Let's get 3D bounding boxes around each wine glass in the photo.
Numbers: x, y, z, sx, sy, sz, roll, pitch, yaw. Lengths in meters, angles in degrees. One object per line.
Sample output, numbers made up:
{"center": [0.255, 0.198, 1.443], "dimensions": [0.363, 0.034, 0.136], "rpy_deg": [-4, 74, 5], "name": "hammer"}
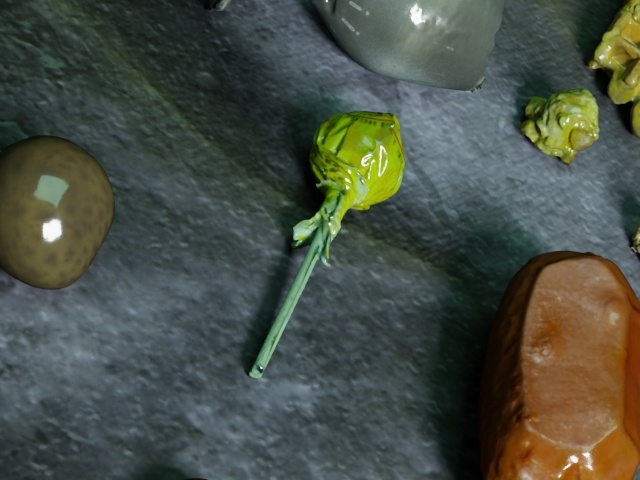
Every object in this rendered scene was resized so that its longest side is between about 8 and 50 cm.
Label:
{"center": [0.034, -0.212, 1.338], "dimensions": [0.241, 0.126, 0.126], "rpy_deg": [17, 52, -16], "name": "wine glass"}

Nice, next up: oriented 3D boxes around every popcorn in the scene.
{"center": [0.218, -0.107, 1.411], "dimensions": [0.059, 0.068, 0.083], "rpy_deg": [36, 5, -33], "name": "popcorn"}

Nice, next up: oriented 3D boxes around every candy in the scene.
{"center": [-0.002, 0.000, 1.217], "dimensions": [0.077, 0.073, 0.262], "rpy_deg": [20, 56, 8], "name": "candy"}

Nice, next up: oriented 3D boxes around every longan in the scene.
{"center": [-0.190, -0.018, 1.100], "dimensions": [0.113, 0.092, 0.113], "rpy_deg": [-11, 90, -71], "name": "longan"}

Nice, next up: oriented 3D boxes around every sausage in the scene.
{"center": [0.180, 0.118, 1.183], "dimensions": [0.133, 0.133, 0.258], "rpy_deg": [23, 49, -13], "name": "sausage"}

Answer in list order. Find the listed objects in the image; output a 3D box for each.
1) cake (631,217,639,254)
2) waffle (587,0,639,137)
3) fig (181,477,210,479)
{"center": [0.360, 0.046, 1.369], "dimensions": [0.116, 0.079, 0.185], "rpy_deg": [-8, 58, -30], "name": "cake"}
{"center": [0.343, -0.168, 1.523], "dimensions": [0.160, 0.055, 0.211], "rpy_deg": [39, 49, 0], "name": "waffle"}
{"center": [-0.099, 0.185, 1.040], "dimensions": [0.083, 0.050, 0.050], "rpy_deg": [-10, 62, -12], "name": "fig"}
